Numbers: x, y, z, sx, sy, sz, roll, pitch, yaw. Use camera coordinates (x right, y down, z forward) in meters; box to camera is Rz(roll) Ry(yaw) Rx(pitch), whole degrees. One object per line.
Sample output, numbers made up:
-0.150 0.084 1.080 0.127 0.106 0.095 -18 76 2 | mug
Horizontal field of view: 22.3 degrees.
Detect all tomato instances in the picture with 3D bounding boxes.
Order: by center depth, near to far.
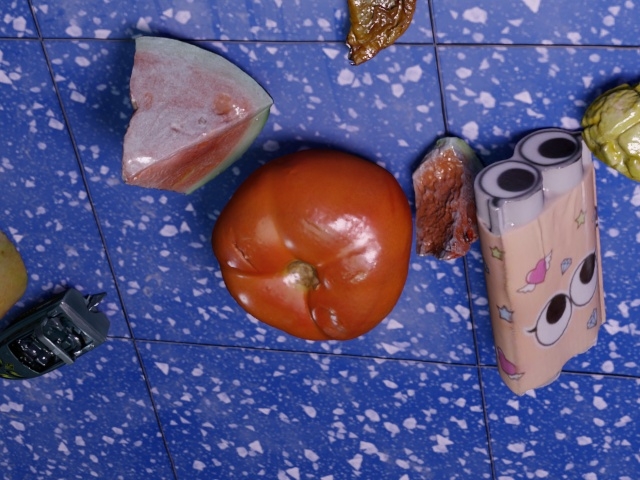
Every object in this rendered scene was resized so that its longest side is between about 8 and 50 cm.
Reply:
-0.004 -0.002 1.958 0.260 0.180 0.260 10 129 13 | tomato

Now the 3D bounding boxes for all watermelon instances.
0.160 -0.023 1.921 0.098 0.158 0.121 -24 145 35 | watermelon
-0.182 -0.132 1.942 0.136 0.202 0.207 50 139 30 | watermelon

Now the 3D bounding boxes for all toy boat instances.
-0.398 0.147 2.289 0.246 0.103 0.093 -27 117 39 | toy boat

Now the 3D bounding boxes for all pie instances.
0.064 -0.283 1.792 0.088 0.033 0.191 0 124 11 | pie

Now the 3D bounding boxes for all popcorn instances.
0.350 -0.122 1.783 0.121 0.116 0.106 39 110 41 | popcorn

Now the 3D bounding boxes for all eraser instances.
0.256 0.026 1.906 0.087 0.171 0.290 25 141 38 | eraser

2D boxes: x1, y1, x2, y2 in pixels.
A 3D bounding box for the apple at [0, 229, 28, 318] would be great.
-0.536 0.030 2.233 0.265 0.120 0.193 37 121 -16 | apple
